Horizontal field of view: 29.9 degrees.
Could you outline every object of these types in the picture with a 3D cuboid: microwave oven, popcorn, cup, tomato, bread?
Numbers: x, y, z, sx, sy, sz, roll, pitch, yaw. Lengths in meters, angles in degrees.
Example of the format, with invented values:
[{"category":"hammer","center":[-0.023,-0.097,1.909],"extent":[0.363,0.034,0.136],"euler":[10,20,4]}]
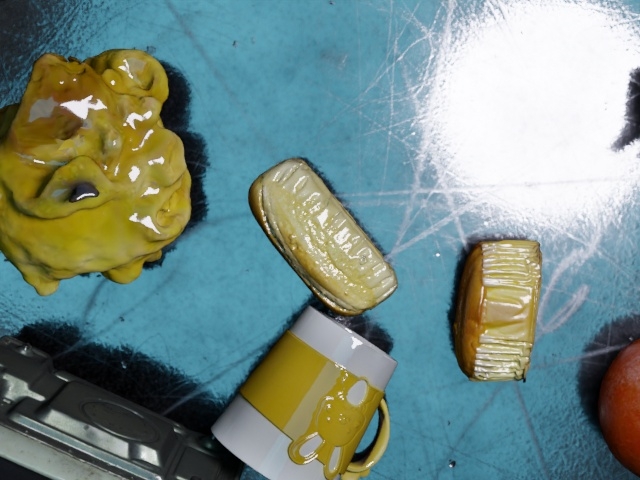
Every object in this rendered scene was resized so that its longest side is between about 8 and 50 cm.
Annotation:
[{"category":"microwave oven","center":[-0.319,0.322,1.530],"extent":[0.394,0.333,0.247],"euler":[25,100,-2]},{"category":"popcorn","center":[-0.316,-0.086,1.542],"extent":[0.297,0.281,0.315],"euler":[-15,107,-14]},{"category":"cup","center":[0.004,0.228,1.609],"extent":[0.241,0.185,0.226],"euler":[32,89,-32]},{"category":"tomato","center":[0.470,0.223,1.573],"extent":[0.208,0.184,0.208],"euler":[0,93,2]},{"category":"bread","center":[0.000,0.000,1.592],"extent":[0.106,0.140,0.236],"euler":[-40,92,1]},{"category":"bread","center":[0.234,0.093,1.597],"extent":[0.114,0.132,0.190],"euler":[2,92,3]}]
